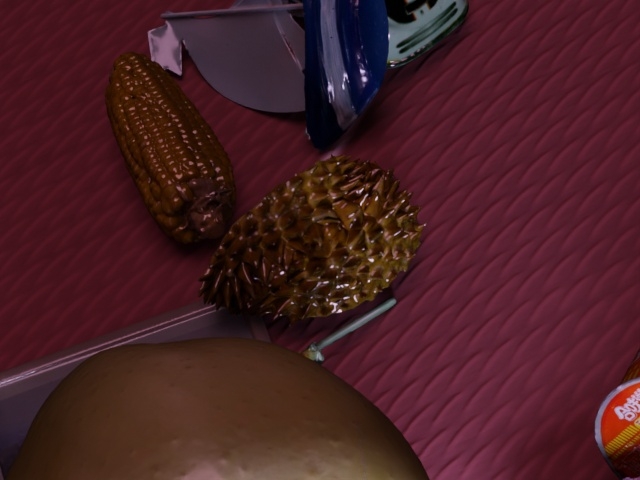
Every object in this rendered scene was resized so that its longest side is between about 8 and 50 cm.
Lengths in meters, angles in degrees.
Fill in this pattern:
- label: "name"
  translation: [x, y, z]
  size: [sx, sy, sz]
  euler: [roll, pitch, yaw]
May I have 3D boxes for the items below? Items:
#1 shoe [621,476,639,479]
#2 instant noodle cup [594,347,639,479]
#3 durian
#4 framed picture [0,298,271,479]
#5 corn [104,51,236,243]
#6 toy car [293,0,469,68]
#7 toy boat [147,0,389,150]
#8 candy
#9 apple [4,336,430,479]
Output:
- label: "shoe"
  translation: [0.253, 0.232, 1.599]
  size: [0.245, 0.137, 0.095]
  euler: [3, 48, 16]
- label: "instant noodle cup"
  translation: [0.352, 0.103, 1.667]
  size: [0.193, 0.193, 0.212]
  euler: [11, 48, 21]
- label: "durian"
  translation: [0.000, 0.000, 1.870]
  size: [0.252, 0.139, 0.144]
  euler: [-43, 98, -20]
- label: "framed picture"
  translation: [-0.172, 0.166, 1.830]
  size: [0.289, 0.016, 0.213]
  euler: [-19, 50, -3]
- label: "corn"
  translation: [-0.153, -0.092, 1.986]
  size: [0.097, 0.097, 0.262]
  euler: [-25, 49, -8]
- label: "toy car"
  translation: [0.017, -0.302, 2.096]
  size: [0.136, 0.125, 0.306]
  euler: [-37, 55, -18]
- label: "toy boat"
  translation: [-0.051, -0.227, 2.025]
  size: [0.291, 0.210, 0.070]
  euler: [27, 18, 31]
- label: "candy"
  translation: [-0.005, 0.097, 1.817]
  size: [0.201, 0.060, 0.060]
  euler: [-28, 49, -31]
- label: "apple"
  translation: [-0.079, 0.244, 1.538]
  size: [0.357, 0.357, 0.357]
  euler: [-7, 51, 8]
